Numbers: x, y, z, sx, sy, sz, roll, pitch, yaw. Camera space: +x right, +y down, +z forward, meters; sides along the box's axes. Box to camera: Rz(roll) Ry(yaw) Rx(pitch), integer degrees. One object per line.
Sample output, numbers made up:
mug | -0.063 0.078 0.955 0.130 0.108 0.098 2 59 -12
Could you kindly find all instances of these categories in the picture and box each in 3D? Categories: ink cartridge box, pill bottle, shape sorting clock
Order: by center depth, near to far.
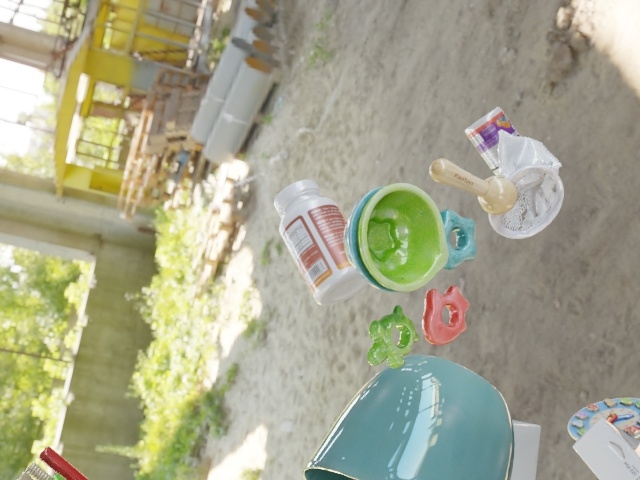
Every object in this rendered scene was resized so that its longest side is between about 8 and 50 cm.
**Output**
pill bottle | 0.000 0.000 1.476 0.216 0.121 0.121 62 145 24
ink cartridge box | 0.631 0.466 1.616 0.092 0.218 0.158 -49 35 11
shape sorting clock | 0.664 0.406 1.829 0.206 0.206 0.040 -140 32 -73
pill bottle | 0.467 -0.235 2.070 0.108 0.193 0.108 -36 2 1

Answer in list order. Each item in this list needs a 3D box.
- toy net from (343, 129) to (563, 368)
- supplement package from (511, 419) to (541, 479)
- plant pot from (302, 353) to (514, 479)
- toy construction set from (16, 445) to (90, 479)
toy net | 0.112 -0.006 0.562 0.045 0.232 0.122 -9 104 56
supplement package | 0.293 0.391 1.365 0.105 0.105 0.179 1 79 48
plant pot | 0.156 0.316 1.215 0.235 0.293 0.293 -58 7 -25
toy construction set | -0.411 0.492 1.161 0.309 0.237 0.257 -51 6 -24
